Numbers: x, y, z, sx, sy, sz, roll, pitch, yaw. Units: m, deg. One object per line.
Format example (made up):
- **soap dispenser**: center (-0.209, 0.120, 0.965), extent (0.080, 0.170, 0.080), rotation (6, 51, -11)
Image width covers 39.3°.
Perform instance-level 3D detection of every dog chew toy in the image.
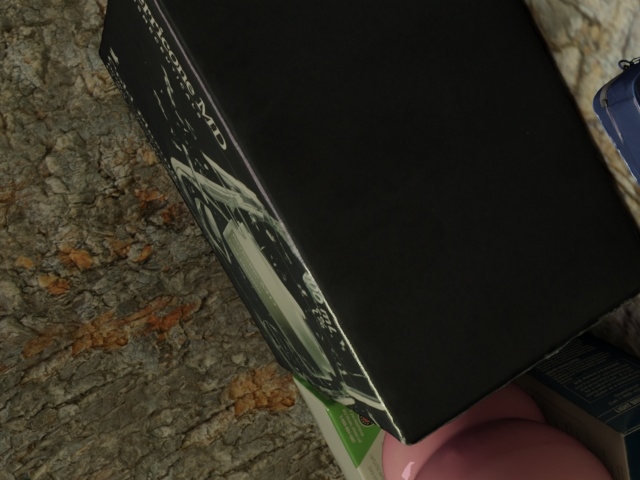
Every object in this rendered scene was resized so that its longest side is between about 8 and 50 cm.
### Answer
- **dog chew toy**: center (0.157, 0.228, 0.906), extent (0.332, 0.207, 0.206), rotation (-120, 6, -55)

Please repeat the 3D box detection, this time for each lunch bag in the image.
- **lunch bag**: center (0.238, -0.085, 0.625), extent (0.098, 0.067, 0.065), rotation (60, 167, -1)

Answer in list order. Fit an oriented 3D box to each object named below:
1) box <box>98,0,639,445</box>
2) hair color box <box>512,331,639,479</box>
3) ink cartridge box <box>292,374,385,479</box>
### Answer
- **box**: center (0.013, -0.101, 0.952), extent (0.480, 0.297, 0.472), rotation (61, 165, -8)
- **hair color box**: center (0.272, 0.192, 1.004), extent (0.347, 0.105, 0.173), rotation (32, 140, 63)
- **ink cartridge box**: center (0.134, 0.200, 1.211), extent (0.117, 0.278, 0.201), rotation (28, 147, 61)
